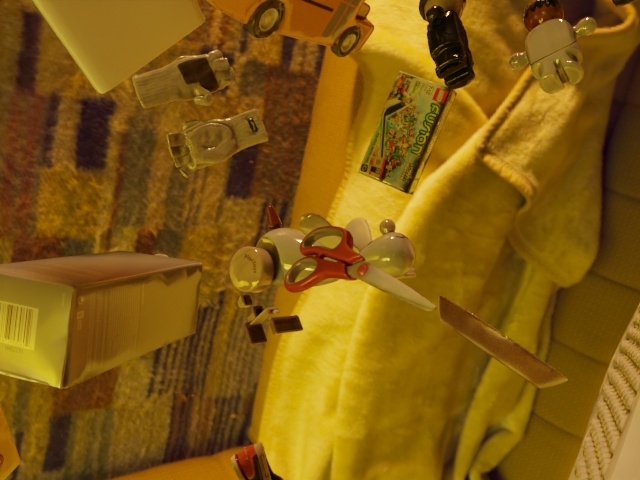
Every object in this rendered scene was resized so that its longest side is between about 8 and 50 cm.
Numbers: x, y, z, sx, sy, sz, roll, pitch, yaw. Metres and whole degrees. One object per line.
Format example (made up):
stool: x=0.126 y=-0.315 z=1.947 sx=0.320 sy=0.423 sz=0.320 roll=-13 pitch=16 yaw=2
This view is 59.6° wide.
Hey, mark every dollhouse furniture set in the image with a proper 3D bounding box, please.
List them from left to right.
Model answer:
dollhouse furniture set: x=-0.074 y=0.125 z=1.008 sx=0.114 sy=0.091 sz=0.081 roll=1 pitch=147 yaw=-41

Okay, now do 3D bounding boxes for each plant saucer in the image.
plant saucer: x=0.204 y=0.122 z=0.653 sx=0.168 sy=0.168 sz=0.029 roll=34 pitch=90 yaw=-44

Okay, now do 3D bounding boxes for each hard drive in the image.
hard drive: x=-0.316 y=-0.397 z=0.773 sx=0.210 sy=0.040 sz=0.318 roll=-44 pitch=138 yaw=-18

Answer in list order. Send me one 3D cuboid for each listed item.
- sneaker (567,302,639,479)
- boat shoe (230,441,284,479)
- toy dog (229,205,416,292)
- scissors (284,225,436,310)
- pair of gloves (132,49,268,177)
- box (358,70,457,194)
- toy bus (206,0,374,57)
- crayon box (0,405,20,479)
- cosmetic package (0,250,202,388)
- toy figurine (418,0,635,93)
sneaker: x=0.232 y=0.124 z=0.328 sx=0.321 sy=0.127 sz=0.126 roll=-53 pitch=158 yaw=-26
boat shoe: x=-0.063 y=0.314 z=0.704 sx=0.043 sy=0.049 sz=0.137 roll=-29 pitch=107 yaw=-6
toy dog: x=0.000 y=0.000 z=0.981 sx=0.220 sy=0.334 sz=0.161 roll=15 pitch=69 yaw=-74
scissors: x=0.048 y=0.025 z=0.675 sx=0.021 sy=0.297 sz=0.109 roll=45 pitch=67 yaw=-26
pair of gloves: x=-0.244 y=-0.266 z=1.140 sx=0.204 sy=0.042 sz=0.240 roll=-29 pitch=86 yaw=-17
box: x=0.163 y=-0.203 z=1.060 sx=0.036 sy=0.114 sz=0.207 roll=0 pitch=114 yaw=-62
toy bus: x=-0.038 y=-0.324 z=0.684 sx=0.333 sy=0.108 sz=0.130 roll=-15 pitch=145 yaw=-55
crayon box: x=-0.659 y=0.346 z=0.845 sx=0.363 sy=0.106 sz=0.313 roll=-60 pitch=149 yaw=-64
cosmetic package: x=-0.243 y=0.072 z=0.617 sx=0.238 sy=0.127 sz=0.107 roll=-1 pitch=98 yaw=-72
toy figurine: x=0.228 y=-0.285 z=0.631 sx=0.210 sy=0.148 sz=0.213 roll=1 pitch=151 yaw=-5
